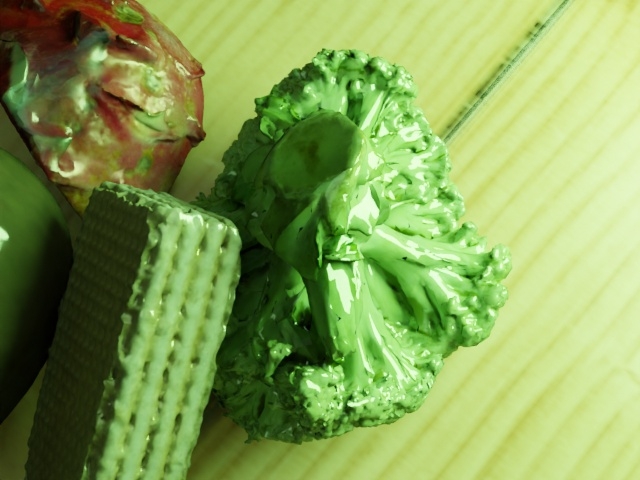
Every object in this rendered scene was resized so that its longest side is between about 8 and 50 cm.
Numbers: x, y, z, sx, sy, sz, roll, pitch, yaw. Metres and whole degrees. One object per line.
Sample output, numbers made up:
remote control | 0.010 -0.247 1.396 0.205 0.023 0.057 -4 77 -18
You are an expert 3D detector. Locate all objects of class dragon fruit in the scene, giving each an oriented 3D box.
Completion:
dragon fruit | -0.192 -0.151 0.992 0.161 0.126 0.274 -30 74 -4

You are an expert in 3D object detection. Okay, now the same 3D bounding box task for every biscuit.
biscuit | -0.160 0.174 0.828 0.079 0.144 0.425 13 93 -33

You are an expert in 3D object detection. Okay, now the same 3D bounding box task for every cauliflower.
cauliflower | 0.000 0.000 0.868 0.272 0.250 0.275 -34 69 -8

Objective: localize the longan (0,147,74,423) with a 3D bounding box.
longan | -0.354 0.049 0.866 0.350 0.288 0.288 -28 73 -10
